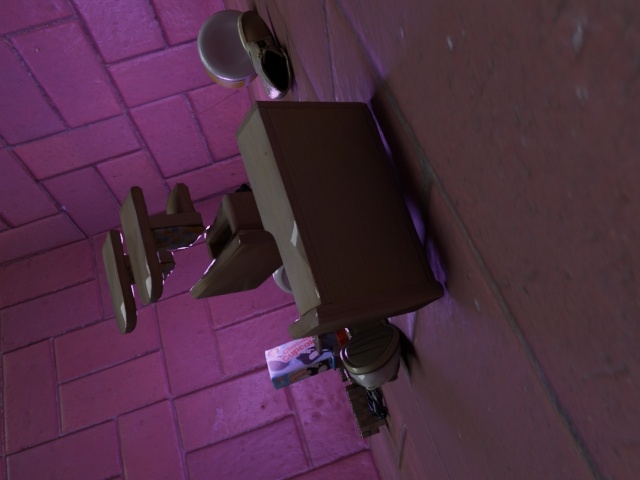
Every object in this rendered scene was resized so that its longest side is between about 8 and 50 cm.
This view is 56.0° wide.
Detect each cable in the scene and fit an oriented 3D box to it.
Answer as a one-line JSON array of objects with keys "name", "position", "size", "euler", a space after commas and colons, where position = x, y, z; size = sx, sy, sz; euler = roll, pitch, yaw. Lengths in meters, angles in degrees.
[{"name": "cable", "position": [0.150, 0.451, 1.794], "size": [0.184, 0.047, 0.151], "euler": [146, 105, -86]}]

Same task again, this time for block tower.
[{"name": "block tower", "position": [0.117, 0.460, 1.946], "size": [0.097, 0.091, 0.336], "euler": [89, 163, -73]}]

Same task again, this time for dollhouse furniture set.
[{"name": "dollhouse furniture set", "position": [0.051, 0.341, 1.807], "size": [0.129, 0.129, 0.184], "euler": [-126, 30, -75]}, {"name": "dollhouse furniture set", "position": [-0.056, 0.032, 0.814], "size": [0.394, 0.362, 0.257], "euler": [-41, 62, 52]}]

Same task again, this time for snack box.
[{"name": "snack box", "position": [-0.043, 0.438, 2.298], "size": [0.187, 0.321, 0.060], "euler": [-119, 9, -64]}]

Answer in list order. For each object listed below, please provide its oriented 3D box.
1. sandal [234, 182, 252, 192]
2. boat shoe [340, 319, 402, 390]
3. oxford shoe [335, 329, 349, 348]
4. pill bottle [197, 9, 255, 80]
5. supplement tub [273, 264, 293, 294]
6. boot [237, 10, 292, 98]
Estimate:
[{"name": "sandal", "position": [-0.219, -0.092, 1.895], "size": [0.446, 0.107, 0.168], "euler": [128, 134, -69]}, {"name": "boat shoe", "position": [0.104, 0.217, 1.112], "size": [0.302, 0.113, 0.103], "euler": [-57, -53, -83]}, {"name": "oxford shoe", "position": [0.056, 0.183, 1.582], "size": [0.098, 0.096, 0.271], "euler": [-105, 0, -49]}, {"name": "pill bottle", "position": [-0.261, -0.552, 1.780], "size": [0.334, 0.187, 0.188], "euler": [-135, 27, -79]}, {"name": "supplement tub", "position": [-0.083, 0.034, 1.989], "size": [0.272, 0.191, 0.191], "euler": [-116, 9, -55]}, {"name": "boot", "position": [-0.124, -0.430, 1.367], "size": [0.165, 0.077, 0.213], "euler": [-128, 15, -78]}]
